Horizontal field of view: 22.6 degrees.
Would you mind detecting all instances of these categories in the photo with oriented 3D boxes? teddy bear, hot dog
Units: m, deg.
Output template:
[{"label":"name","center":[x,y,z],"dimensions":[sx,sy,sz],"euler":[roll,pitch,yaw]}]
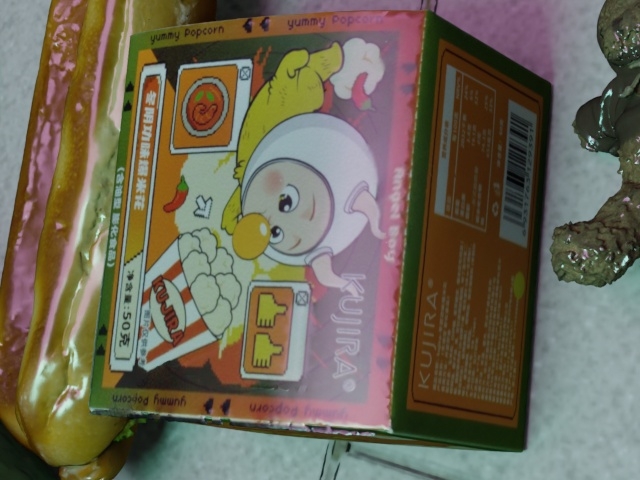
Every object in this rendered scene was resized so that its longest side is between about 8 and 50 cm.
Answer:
[{"label":"teddy bear","center":[0.166,-0.053,0.746],"dimensions":[0.119,0.078,0.160],"euler":[-27,47,50]},{"label":"hot dog","center":[-0.113,-0.024,0.899],"dimensions":[0.135,0.100,0.337],"euler":[-2,79,63]}]

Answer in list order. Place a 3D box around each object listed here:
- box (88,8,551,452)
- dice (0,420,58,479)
[{"label":"box","center":[0.000,0.000,0.794],"dimensions":[0.178,0.148,0.194],"euler":[1,81,32]},{"label":"dice","center":[-0.314,0.242,0.847],"dimensions":[0.330,0.318,0.322],"euler":[-51,58,15]}]
